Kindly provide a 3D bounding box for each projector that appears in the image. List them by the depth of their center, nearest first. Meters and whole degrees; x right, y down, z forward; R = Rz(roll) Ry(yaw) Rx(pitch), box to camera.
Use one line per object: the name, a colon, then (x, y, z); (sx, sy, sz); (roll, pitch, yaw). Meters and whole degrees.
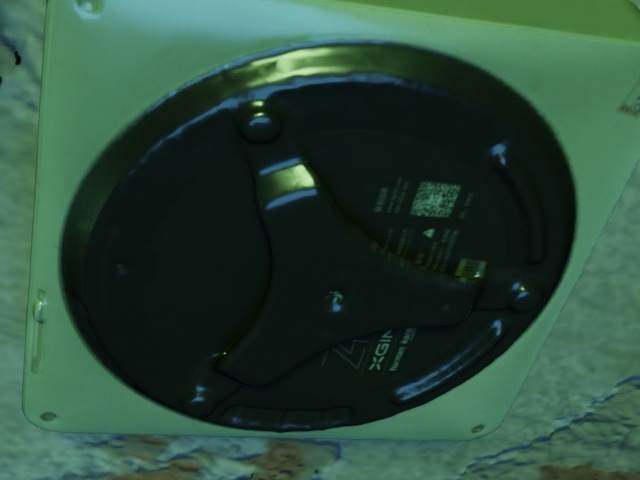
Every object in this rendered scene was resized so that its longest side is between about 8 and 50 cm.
projector: (0.000, 0.000, 0.480); (0.259, 0.079, 0.257); (4, 131, -15)
